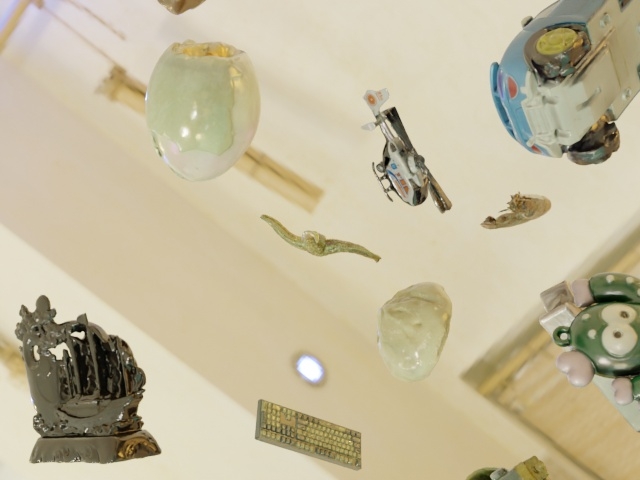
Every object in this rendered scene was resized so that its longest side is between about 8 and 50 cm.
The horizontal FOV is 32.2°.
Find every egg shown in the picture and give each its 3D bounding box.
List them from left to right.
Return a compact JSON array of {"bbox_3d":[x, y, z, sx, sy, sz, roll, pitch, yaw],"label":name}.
[{"bbox_3d":[-0.185,-0.198,1.743,0.183,0.183,0.217,-65,-17,-66],"label":"egg"}]

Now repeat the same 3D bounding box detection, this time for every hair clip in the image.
[{"bbox_3d":[0.517,0.213,2.022,0.085,0.331,0.101,-28,25,29],"label":"hair clip"}]

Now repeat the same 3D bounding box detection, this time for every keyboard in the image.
[{"bbox_3d":[-0.013,0.260,1.475,0.014,0.176,0.055,-31,46,42],"label":"keyboard"}]

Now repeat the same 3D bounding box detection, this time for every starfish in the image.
[{"bbox_3d":[-0.001,0.002,1.906,0.217,0.223,0.050,-107,40,-81],"label":"starfish"}]

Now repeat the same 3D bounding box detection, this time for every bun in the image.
[{"bbox_3d":[0.145,0.144,1.853,0.183,0.102,0.183,-161,90,-76],"label":"bun"}]

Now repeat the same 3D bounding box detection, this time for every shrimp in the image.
[{"bbox_3d":[0.380,-0.053,2.182,0.143,0.052,0.251,-24,-16,15],"label":"shrimp"}]

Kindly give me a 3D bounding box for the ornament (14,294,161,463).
[{"bbox_3d":[-0.359,0.205,1.660,0.251,0.260,0.106,-7,0,38],"label":"ornament"}]

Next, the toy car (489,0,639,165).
[{"bbox_3d":[0.351,-0.255,1.476,0.166,0.198,0.314,21,63,43],"label":"toy car"}]

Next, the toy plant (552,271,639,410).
[{"bbox_3d":[0.511,0.164,1.857,0.232,0.243,0.112,-57,-27,-25],"label":"toy plant"}]

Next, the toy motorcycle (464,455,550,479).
[{"bbox_3d":[0.359,0.508,1.978,0.168,0.237,0.410,-33,-11,-10],"label":"toy motorcycle"}]

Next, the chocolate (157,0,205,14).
[{"bbox_3d":[-0.262,-0.468,1.791,0.148,0.214,0.093,-41,-11,-43],"label":"chocolate"}]

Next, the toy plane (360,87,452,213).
[{"bbox_3d":[0.108,-0.120,1.527,0.053,0.197,0.078,-38,17,-35],"label":"toy plane"}]
